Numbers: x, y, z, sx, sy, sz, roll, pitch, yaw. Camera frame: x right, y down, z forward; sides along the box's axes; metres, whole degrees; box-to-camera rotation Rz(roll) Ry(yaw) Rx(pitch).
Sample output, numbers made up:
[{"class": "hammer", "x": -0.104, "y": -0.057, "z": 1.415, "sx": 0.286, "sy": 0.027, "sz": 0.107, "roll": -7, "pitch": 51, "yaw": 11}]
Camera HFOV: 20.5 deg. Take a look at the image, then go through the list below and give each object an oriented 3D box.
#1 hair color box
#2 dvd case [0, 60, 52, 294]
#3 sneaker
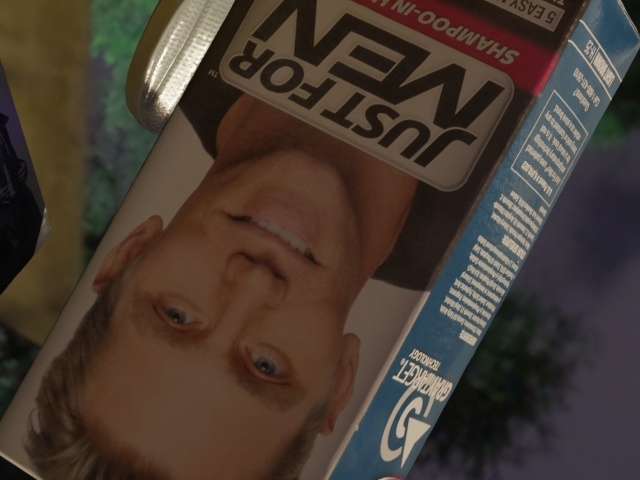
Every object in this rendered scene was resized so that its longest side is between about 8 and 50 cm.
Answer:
[{"class": "hair color box", "x": 0.000, "y": 0.000, "z": 0.897, "sx": 0.174, "sy": 0.105, "sz": 0.347, "roll": 28, "pitch": -92, "yaw": 24}, {"class": "dvd case", "x": -0.215, "y": -0.043, "z": 0.876, "sx": 0.030, "sy": 0.238, "sz": 0.179, "roll": 9, "pitch": -137, "yaw": 24}, {"class": "sneaker", "x": -0.045, "y": -0.184, "z": 1.101, "sx": 0.258, "sy": 0.094, "sz": 0.091, "roll": -57, "pitch": -142, "yaw": 7}]
